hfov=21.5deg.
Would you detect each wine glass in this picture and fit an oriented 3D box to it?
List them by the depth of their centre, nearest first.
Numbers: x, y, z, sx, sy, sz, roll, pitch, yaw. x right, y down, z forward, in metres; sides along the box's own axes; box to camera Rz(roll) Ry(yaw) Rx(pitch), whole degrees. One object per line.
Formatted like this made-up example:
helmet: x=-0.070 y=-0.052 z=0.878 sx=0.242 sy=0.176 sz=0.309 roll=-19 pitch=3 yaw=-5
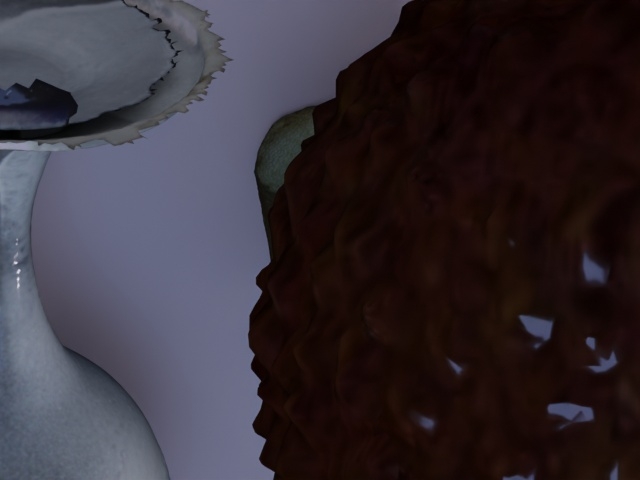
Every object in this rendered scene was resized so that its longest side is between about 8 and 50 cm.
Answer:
wine glass: x=-0.116 y=0.060 z=0.606 sx=0.143 sy=0.143 sz=0.321 roll=5 pitch=123 yaw=-7

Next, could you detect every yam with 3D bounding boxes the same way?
yam: x=0.000 y=0.000 z=0.629 sx=0.043 sy=0.043 sz=0.094 roll=-9 pitch=123 yaw=3

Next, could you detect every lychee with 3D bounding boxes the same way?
lychee: x=0.118 y=0.031 z=0.532 sx=0.276 sy=0.304 sz=0.275 roll=19 pitch=148 yaw=12
